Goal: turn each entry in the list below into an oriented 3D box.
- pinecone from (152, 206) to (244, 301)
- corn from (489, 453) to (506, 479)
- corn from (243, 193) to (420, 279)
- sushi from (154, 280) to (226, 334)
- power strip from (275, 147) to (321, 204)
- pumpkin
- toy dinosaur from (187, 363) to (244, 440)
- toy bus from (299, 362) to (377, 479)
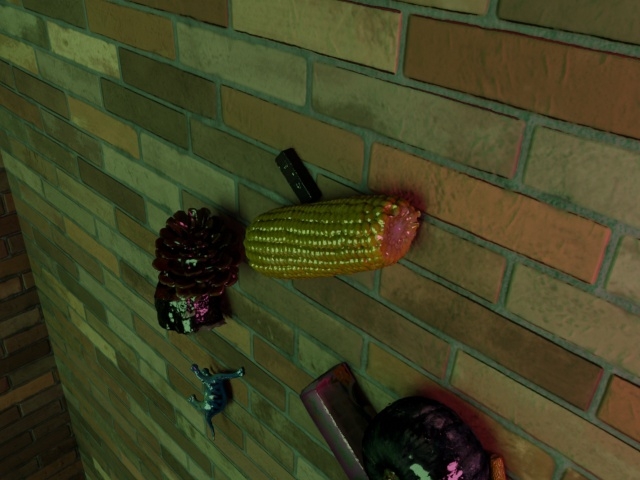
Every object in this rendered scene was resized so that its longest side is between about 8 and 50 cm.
[{"bbox_3d":[-0.271,0.023,1.276,0.207,0.207,0.208,25,128,37],"label":"pinecone"},{"bbox_3d":[0.303,0.403,0.993,0.028,0.027,0.083,-131,28,-73],"label":"corn"},{"bbox_3d":[0.000,0.000,1.017,0.387,0.143,0.144,-3,108,49],"label":"corn"},{"bbox_3d":[-0.344,0.169,1.496,0.225,0.136,0.126,10,110,50],"label":"sushi"},{"bbox_3d":[-0.043,-0.118,1.085,0.111,0.029,0.038,57,140,8],"label":"power strip"},{"bbox_3d":[0.177,0.388,1.015,0.233,0.163,0.233,27,128,41],"label":"pumpkin"},{"bbox_3d":[-0.307,0.424,1.646,0.144,0.076,0.329,38,124,19],"label":"toy dinosaur"},{"bbox_3d":[0.071,0.395,1.184,0.090,0.112,0.274,-41,79,43],"label":"toy bus"}]
